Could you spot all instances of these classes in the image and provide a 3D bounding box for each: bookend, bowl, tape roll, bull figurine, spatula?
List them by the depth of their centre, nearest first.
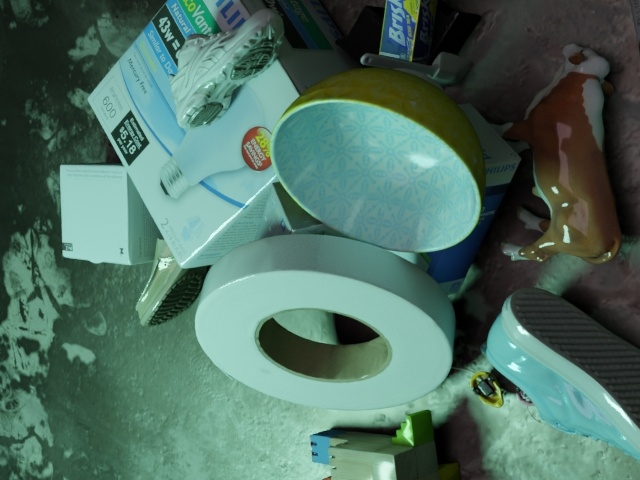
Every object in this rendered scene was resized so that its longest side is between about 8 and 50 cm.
[{"bbox_3d":[0.093,-0.132,1.350,0.289,0.156,0.289,18,148,12],"label":"bowl"},{"bbox_3d":[0.328,-0.115,1.425,0.188,0.101,0.310,-13,82,44],"label":"bull figurine"},{"bbox_3d":[0.110,-0.202,1.481,0.019,0.242,0.168,50,122,33],"label":"spatula"},{"bbox_3d":[0.006,0.134,1.540,0.392,0.392,0.072,-20,44,35],"label":"tape roll"},{"bbox_3d":[0.129,-0.318,1.555,0.157,0.072,0.156,44,119,23],"label":"bookend"}]

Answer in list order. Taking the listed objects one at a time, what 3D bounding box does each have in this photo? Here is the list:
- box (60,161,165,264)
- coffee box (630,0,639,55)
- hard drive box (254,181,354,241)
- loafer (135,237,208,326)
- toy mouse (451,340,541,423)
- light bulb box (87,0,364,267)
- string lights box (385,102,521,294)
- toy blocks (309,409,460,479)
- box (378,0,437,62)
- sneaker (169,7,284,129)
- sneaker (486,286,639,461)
[{"bbox_3d":[-0.381,-0.054,1.920,0.181,0.119,0.181,5,99,34],"label":"box"},{"bbox_3d":[0.486,-0.290,1.279,0.168,0.119,0.297,-10,91,37],"label":"coffee box"},{"bbox_3d":[0.000,0.000,1.560,0.232,0.181,0.089,112,140,-52],"label":"hard drive box"},{"bbox_3d":[-0.259,0.039,1.865,0.092,0.102,0.268,42,108,25],"label":"loafer"},{"bbox_3d":[0.291,0.191,1.530,0.161,0.031,0.143,44,115,20],"label":"toy mouse"},{"bbox_3d":[-0.128,-0.204,1.659,0.361,0.225,0.358,-42,72,32],"label":"light bulb box"},{"bbox_3d":[0.179,-0.053,1.486,0.133,0.077,0.259,56,142,36],"label":"string lights box"},{"bbox_3d":[0.073,0.462,1.652,0.261,0.191,0.381,-6,92,47],"label":"toy blocks"},{"bbox_3d":[0.130,-0.342,1.464,0.059,0.054,0.169,18,111,31],"label":"box"},{"bbox_3d":[-0.149,-0.267,1.477,0.232,0.090,0.115,-39,70,30],"label":"sneaker"},{"bbox_3d":[0.387,0.221,1.422,0.366,0.135,0.150,43,141,16],"label":"sneaker"}]
